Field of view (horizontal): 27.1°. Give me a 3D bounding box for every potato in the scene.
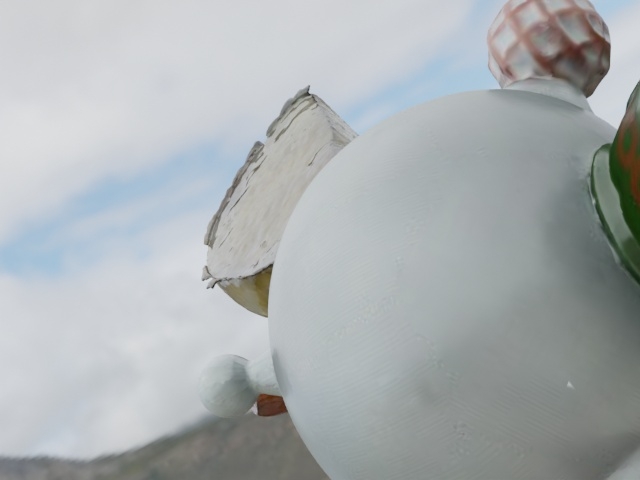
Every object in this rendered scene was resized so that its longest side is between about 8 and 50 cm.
[{"bbox_3d":[0.000,0.000,0.852,0.138,0.098,0.243,-48,19,8],"label":"potato"}]

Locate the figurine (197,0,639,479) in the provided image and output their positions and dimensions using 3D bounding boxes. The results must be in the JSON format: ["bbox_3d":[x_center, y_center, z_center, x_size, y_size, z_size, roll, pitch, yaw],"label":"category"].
[{"bbox_3d":[0.113,-0.001,0.500,0.167,0.281,0.370,19,-39,-40],"label":"figurine"}]

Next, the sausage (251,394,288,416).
[{"bbox_3d":[0.004,0.109,1.050,0.131,0.039,0.041,-9,-42,-17],"label":"sausage"}]
